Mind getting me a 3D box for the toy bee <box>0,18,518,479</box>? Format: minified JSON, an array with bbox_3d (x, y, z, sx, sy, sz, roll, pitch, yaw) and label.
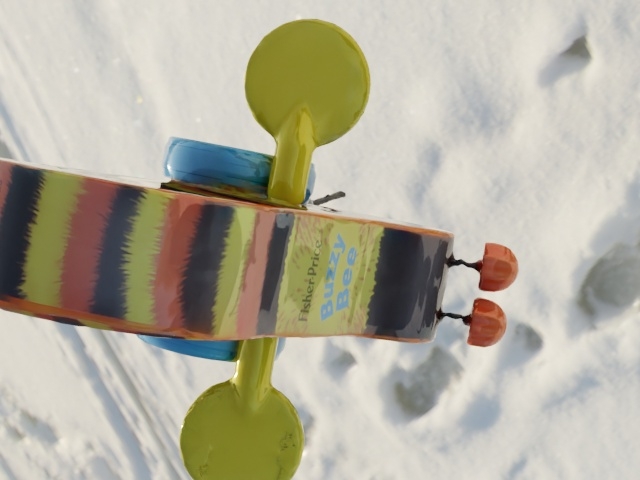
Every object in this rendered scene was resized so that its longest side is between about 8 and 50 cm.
[{"bbox_3d":[0.000,0.000,0.491,0.162,0.298,0.195,11,114,25],"label":"toy bee"}]
